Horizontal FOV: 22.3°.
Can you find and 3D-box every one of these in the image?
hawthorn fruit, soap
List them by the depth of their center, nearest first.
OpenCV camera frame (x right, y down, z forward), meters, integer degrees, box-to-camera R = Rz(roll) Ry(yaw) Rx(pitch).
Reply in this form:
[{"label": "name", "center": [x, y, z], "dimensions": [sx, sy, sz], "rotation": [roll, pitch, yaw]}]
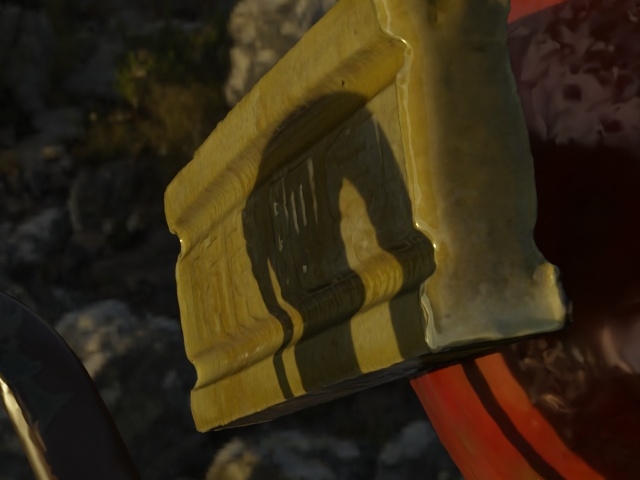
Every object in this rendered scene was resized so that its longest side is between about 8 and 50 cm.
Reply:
[{"label": "soap", "center": [-0.001, 0.000, 0.475], "dimensions": [0.037, 0.252, 0.092], "rotation": [-7, 81, -18]}, {"label": "hawthorn fruit", "center": [0.147, 0.007, 0.535], "dimensions": [0.275, 0.275, 0.300], "rotation": [-5, 55, 0]}]

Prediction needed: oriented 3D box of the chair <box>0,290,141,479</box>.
[{"label": "chair", "center": [-0.024, 0.103, 0.332], "dimensions": [0.175, 0.183, 0.326], "rotation": [0, 62, -61]}]
